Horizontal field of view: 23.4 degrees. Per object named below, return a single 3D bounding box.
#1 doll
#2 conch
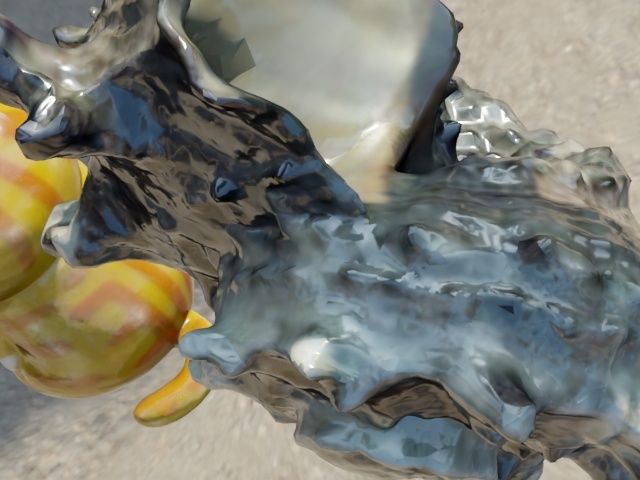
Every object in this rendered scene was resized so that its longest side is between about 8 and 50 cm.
[{"bbox_3d":[-0.197,0.003,1.060,0.269,0.162,0.166,38,58,-40],"label":"doll"},{"bbox_3d":[0.009,-0.002,0.528,0.186,0.240,0.313,-38,113,-1],"label":"conch"}]
